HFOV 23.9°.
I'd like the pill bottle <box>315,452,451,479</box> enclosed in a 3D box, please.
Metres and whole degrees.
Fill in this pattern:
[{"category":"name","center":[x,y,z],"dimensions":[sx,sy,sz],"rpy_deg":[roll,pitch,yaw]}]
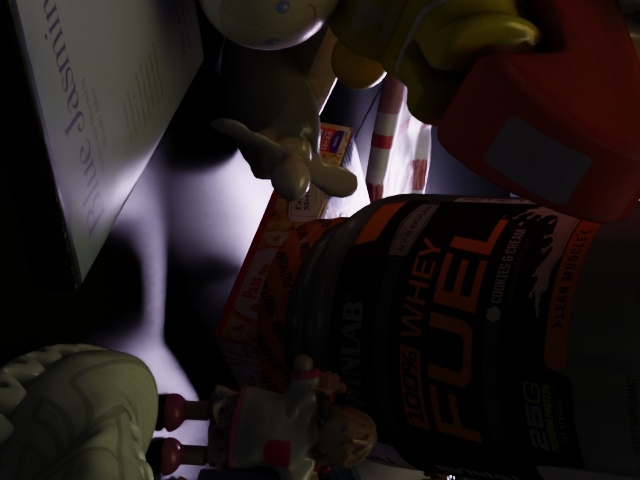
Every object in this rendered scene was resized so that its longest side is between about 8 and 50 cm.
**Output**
[{"category":"pill bottle","center":[0.057,0.198,1.398],"dimensions":[0.221,0.124,0.124],"rpy_deg":[73,23,-53]}]

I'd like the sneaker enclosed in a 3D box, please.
[{"category":"sneaker","center":[-0.112,0.126,0.654],"dimensions":[0.292,0.118,0.110],"rpy_deg":[-57,145,-69]}]

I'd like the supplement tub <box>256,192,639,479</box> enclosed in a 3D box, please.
[{"category":"supplement tub","center":[0.127,0.066,1.011],"dimensions":[0.194,0.316,0.193],"rpy_deg":[-5,96,-56]}]

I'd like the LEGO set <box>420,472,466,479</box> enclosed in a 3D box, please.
[{"category":"LEGO set","center":[0.111,0.258,1.199],"dimensions":[0.192,0.255,0.331],"rpy_deg":[-40,148,-29]}]

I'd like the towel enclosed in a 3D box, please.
[{"category":"towel","center":[0.077,-0.040,1.537],"dimensions":[0.237,0.037,0.329],"rpy_deg":[-37,137,-72]}]

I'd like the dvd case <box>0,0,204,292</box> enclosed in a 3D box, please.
[{"category":"dvd case","center":[-0.115,-0.118,0.814],"dimensions":[0.253,0.022,0.180],"rpy_deg":[-71,159,-53]}]

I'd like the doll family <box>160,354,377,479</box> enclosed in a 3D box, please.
[{"category":"doll family","center":[-0.017,0.210,0.971],"dimensions":[0.118,0.163,0.263],"rpy_deg":[52,41,-73]}]

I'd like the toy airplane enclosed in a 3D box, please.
[{"category":"toy airplane","center":[0.030,-0.203,0.933],"dimensions":[0.272,0.384,0.386],"rpy_deg":[-21,110,-34]}]

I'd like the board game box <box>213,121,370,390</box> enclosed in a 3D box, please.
[{"category":"board game box","center":[-0.013,0.029,1.161],"dimensions":[0.146,0.045,0.193],"rpy_deg":[73,33,-56]}]
